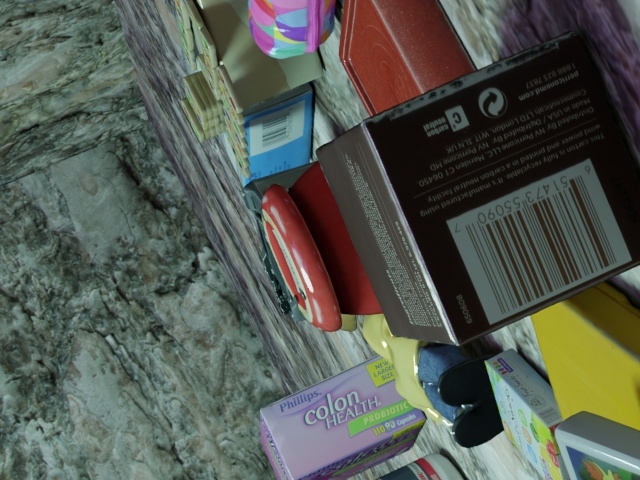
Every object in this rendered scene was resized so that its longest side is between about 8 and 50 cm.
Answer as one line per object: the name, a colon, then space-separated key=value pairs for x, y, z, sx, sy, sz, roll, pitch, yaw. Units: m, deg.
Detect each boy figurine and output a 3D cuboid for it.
boy figurine: x=0.128 y=0.140 z=1.647 sx=0.285 sy=0.092 sz=0.177 roll=-136 pitch=24 yaw=-68

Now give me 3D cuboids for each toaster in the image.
toaster: x=0.000 y=0.000 z=1.833 sx=0.129 sy=0.147 sz=0.227 roll=-123 pitch=14 yaw=-46

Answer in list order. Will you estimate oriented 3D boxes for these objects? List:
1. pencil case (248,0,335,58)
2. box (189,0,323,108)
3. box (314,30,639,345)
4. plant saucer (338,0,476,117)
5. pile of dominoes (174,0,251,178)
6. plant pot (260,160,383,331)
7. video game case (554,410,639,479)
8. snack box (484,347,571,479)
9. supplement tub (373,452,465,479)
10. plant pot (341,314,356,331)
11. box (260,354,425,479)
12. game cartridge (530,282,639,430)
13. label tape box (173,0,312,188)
pencil case: x=-0.028 y=-0.272 z=1.485 sx=0.236 sy=0.104 sz=0.104 roll=96 pitch=149 yaw=-74
box: x=-0.109 y=-0.330 z=1.708 sx=0.148 sy=0.121 sz=0.311 roll=-128 pitch=16 yaw=-57
box: x=0.115 y=-0.032 z=1.055 sx=0.167 sy=0.169 sz=0.203 roll=66 pitch=170 yaw=-2
plant saucer: x=0.084 y=-0.139 z=1.342 sx=0.259 sy=0.048 sz=0.258 roll=63 pitch=170 yaw=15
pile of dominoes: x=-0.146 y=-0.190 z=1.756 sx=0.251 sy=0.040 sz=0.196 roll=90 pitch=154 yaw=-71
plant pot: x=0.039 y=-0.007 z=1.535 sx=0.191 sy=0.174 sz=0.191 roll=157 pitch=90 yaw=-83
video game case: x=0.306 y=0.278 z=0.939 sx=0.329 sy=0.036 sz=0.299 roll=15 pitch=131 yaw=61
snack box: x=0.216 y=0.182 z=1.418 sx=0.141 sy=0.037 sz=0.100 roll=-130 pitch=19 yaw=-59
supplement tub: x=0.089 y=0.433 z=2.013 sx=0.191 sy=0.272 sz=0.191 roll=62 pitch=170 yaw=21
plant pot: x=-0.007 y=0.045 z=2.332 sx=0.236 sy=0.032 sz=0.236 roll=62 pitch=170 yaw=20
box: x=0.028 y=0.285 z=2.168 sx=0.243 sy=0.214 sz=0.117 roll=96 pitch=149 yaw=-70
game cartridge: x=0.269 y=0.178 z=1.113 sx=0.323 sy=0.053 sz=0.285 roll=-130 pitch=18 yaw=-66
label tape box: x=-0.131 y=-0.274 z=1.996 sx=0.347 sy=0.115 sz=0.249 roll=61 pitch=170 yaw=17
